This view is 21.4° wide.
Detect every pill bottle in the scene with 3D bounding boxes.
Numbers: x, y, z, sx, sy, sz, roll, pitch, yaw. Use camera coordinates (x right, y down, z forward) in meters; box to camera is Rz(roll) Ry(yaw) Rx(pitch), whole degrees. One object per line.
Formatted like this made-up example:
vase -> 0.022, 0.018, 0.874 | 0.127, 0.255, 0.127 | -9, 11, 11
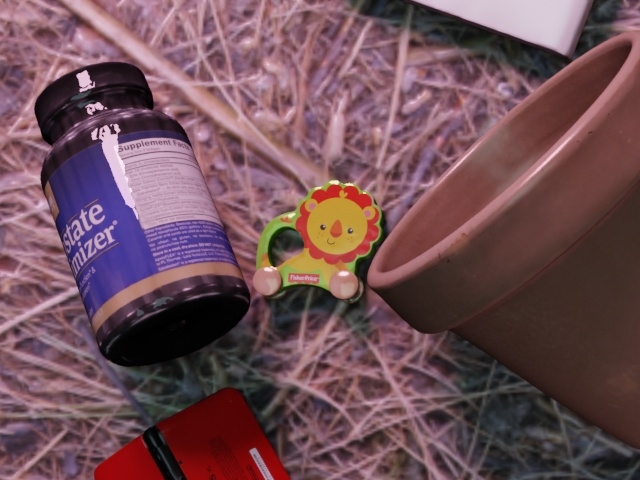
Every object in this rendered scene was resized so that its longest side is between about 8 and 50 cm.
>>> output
pill bottle -> -0.145, -0.023, 1.318 | 0.123, 0.123, 0.219 | -27, 69, 10

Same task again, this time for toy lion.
toy lion -> 0.000, 0.000, 1.342 | 0.100, 0.034, 0.096 | 2, 81, 13

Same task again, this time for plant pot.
plant pot -> 0.200, 0.022, 1.203 | 0.263, 0.263, 0.229 | -41, 97, 8

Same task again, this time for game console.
game console -> -0.092, 0.211, 1.360 | 0.124, 0.085, 0.144 | -27, 81, -21

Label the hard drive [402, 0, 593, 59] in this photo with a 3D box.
hard drive -> 0.153, -0.318, 1.313 | 0.203, 0.040, 0.307 | 21, 93, 13
